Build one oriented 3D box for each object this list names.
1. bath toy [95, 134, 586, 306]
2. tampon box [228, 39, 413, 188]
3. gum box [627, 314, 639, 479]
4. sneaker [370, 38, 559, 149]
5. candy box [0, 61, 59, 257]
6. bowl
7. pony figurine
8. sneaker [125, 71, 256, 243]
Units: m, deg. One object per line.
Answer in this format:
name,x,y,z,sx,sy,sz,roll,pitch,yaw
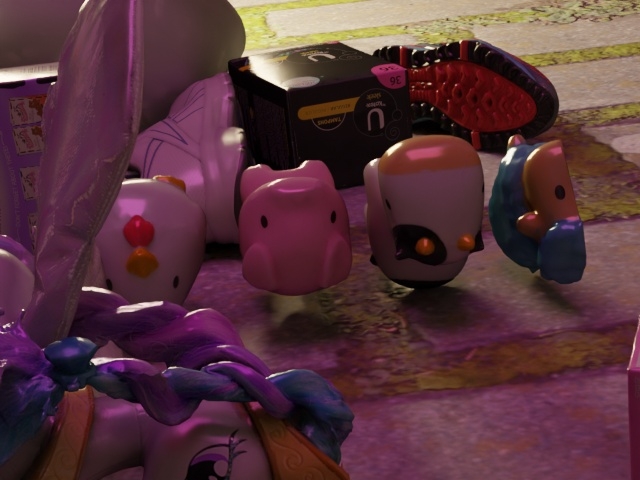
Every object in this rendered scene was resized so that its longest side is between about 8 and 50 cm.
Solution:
bath toy,0.000,0.000,1.055,0.348,0.151,0.129,-7,54,-4
tampon box,-0.002,-0.118,1.423,0.120,0.101,0.161,-13,20,-21
gum box,0.195,0.081,0.768,0.062,0.107,0.188,0,19,18
sneaker,0.159,-0.161,1.510,0.125,0.104,0.262,-14,21,-30
candy box,-0.269,-0.046,1.188,0.196,0.165,0.070,-8,18,-8
bowl,-0.227,-0.166,1.493,0.297,0.134,0.298,7,-20,3
pony figurine,-0.174,0.050,0.795,0.363,0.303,0.351,-6,50,-13
sneaker,-0.125,-0.072,1.322,0.129,0.111,0.297,-10,18,-3
